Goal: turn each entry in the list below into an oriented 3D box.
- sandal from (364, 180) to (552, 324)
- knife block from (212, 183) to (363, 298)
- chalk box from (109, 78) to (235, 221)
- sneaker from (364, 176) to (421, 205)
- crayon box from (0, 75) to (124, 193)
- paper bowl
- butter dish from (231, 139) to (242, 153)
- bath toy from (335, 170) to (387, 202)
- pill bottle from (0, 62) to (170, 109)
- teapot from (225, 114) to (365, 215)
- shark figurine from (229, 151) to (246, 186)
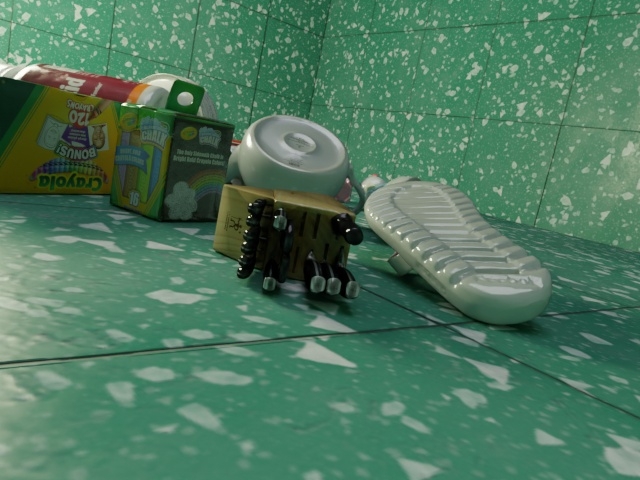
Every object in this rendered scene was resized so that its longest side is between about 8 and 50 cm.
[{"bbox_3d":[0.163,0.014,0.744,0.170,0.102,0.416,-5,24,-7],"label":"sandal"},{"bbox_3d":[0.000,0.000,0.628,0.242,0.088,0.276,19,12,36],"label":"knife block"},{"bbox_3d":[-0.236,-0.148,0.837,0.132,0.212,0.132,17,11,31],"label":"chalk box"},{"bbox_3d":[0.155,-0.068,1.154,0.150,0.135,0.366,6,-1,19],"label":"sneaker"},{"bbox_3d":[-0.431,-0.164,0.851,0.081,0.165,0.278,15,10,22],"label":"crayon box"},{"bbox_3d":[-0.452,-0.337,1.506,0.285,0.284,0.148,14,13,17],"label":"paper bowl"},{"bbox_3d":[-0.282,-0.243,1.702,0.160,0.118,0.159,6,54,-26],"label":"butter dish"},{"bbox_3d":[0.045,-0.187,1.608,0.349,0.151,0.129,12,16,-11],"label":"bath toy"},{"bbox_3d":[-0.547,-0.268,1.164,0.393,0.223,0.224,11,9,1],"label":"pill bottle"},{"bbox_3d":[-0.063,-0.139,1.138,0.253,0.187,0.256,-20,55,-37],"label":"teapot"},{"bbox_3d":[-0.280,-0.213,1.507,0.166,0.116,0.278,13,8,21],"label":"shark figurine"}]
